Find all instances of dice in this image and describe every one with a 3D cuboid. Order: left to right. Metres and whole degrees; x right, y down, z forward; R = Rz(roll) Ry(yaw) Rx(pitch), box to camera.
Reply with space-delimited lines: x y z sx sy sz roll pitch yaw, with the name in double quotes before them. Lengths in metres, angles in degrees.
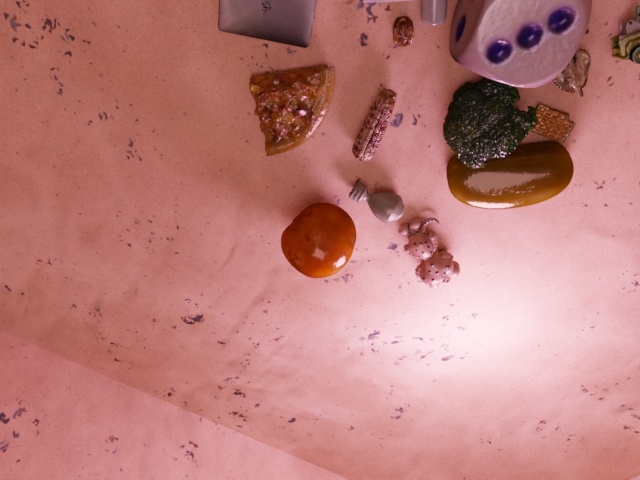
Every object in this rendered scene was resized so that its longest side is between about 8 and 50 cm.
"dice" 0.493 -0.554 1.353 0.259 0.243 0.251 11 127 -6

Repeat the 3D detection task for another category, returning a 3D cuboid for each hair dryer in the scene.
"hair dryer" 0.217 -0.643 1.421 0.237 0.073 0.131 1 128 8

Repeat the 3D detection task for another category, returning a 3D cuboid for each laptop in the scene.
"laptop" -0.149 -0.651 1.484 0.269 0.015 0.187 10 127 -2

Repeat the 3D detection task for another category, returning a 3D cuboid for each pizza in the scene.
"pizza" -0.069 -0.392 1.633 0.269 0.087 0.257 -8 128 9

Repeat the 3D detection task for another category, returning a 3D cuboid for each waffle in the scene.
"waffle" 0.697 -0.354 1.613 0.135 0.021 0.092 16 127 -6

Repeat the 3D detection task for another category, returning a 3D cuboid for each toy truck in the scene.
"toy truck" 0.901 -0.560 1.379 0.260 0.128 0.135 -15 110 17

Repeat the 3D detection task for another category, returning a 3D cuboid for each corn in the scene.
"corn" 0.165 -0.352 1.638 0.080 0.079 0.237 17 126 -7

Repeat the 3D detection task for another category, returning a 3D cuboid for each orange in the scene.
"orange" 0.000 0.000 1.807 0.261 0.261 0.261 3 127 4

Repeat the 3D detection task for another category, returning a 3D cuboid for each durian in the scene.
"durian" 0.703 -0.468 1.496 0.111 0.071 0.140 -24 108 16

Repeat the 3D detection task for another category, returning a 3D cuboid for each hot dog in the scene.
"hot dog" 0.230 -0.578 1.486 0.058 0.035 0.083 0 127 10

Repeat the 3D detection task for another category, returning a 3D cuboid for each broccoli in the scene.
"broccoli" 0.484 -0.338 1.545 0.242 0.261 0.269 -18 138 -30

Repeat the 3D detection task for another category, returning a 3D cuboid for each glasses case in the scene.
"glasses case" 0.587 -0.193 1.671 0.372 0.141 0.173 -5 127 10

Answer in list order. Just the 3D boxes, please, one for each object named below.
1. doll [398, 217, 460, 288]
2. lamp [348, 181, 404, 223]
"doll" 0.386 0.044 1.898 0.154 0.119 0.278 -21 112 19
"lamp" 0.192 -0.131 1.792 0.193 0.106 0.106 29 125 -3
